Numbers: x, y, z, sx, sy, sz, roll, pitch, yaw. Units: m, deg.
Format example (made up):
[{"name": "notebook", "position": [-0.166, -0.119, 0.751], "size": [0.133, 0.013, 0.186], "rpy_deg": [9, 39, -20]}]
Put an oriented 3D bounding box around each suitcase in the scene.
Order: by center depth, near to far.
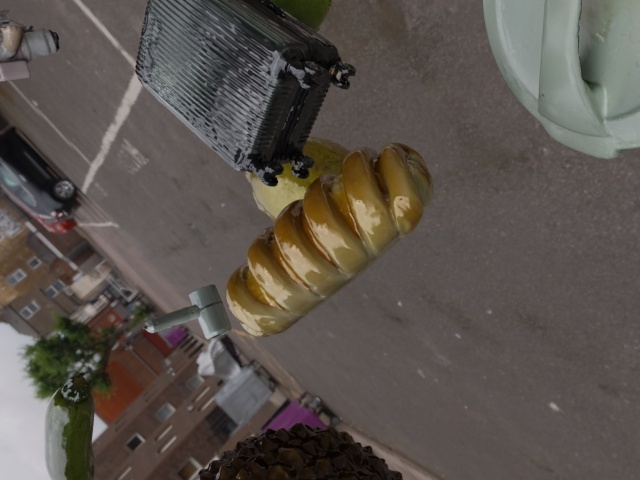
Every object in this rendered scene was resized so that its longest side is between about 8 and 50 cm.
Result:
[{"name": "suitcase", "position": [-0.117, -0.236, 0.733], "size": [0.312, 0.128, 0.202], "rpy_deg": [43, 127, 21]}]

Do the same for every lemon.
[{"name": "lemon", "position": [-0.033, -0.146, 1.414], "size": [0.316, 0.285, 0.285], "rpy_deg": [10, 180, -29]}]

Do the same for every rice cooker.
[{"name": "rice cooker", "position": [0.318, -0.241, 0.496], "size": [0.288, 0.277, 0.288], "rpy_deg": [54, 162, 26]}]

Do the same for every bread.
[{"name": "bread", "position": [0.000, 0.000, 0.668], "size": [0.121, 0.311, 0.173], "rpy_deg": [47, -160, -6]}]

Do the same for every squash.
[{"name": "squash", "position": [-0.366, 0.296, 0.778], "size": [0.069, 0.069, 0.258], "rpy_deg": [35, 127, 30]}]

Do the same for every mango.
[{"name": "mango", "position": [-0.061, -0.435, 0.941], "size": [0.100, 0.119, 0.178], "rpy_deg": [23, 179, 45]}]

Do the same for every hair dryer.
[{"name": "hair dryer", "position": [-0.215, 0.127, 0.851], "size": [0.047, 0.137, 0.082], "rpy_deg": [-36, 73, 49]}]

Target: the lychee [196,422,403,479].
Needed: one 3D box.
[{"name": "lychee", "position": [-0.018, 0.309, 0.470], "size": [0.267, 0.267, 0.267], "rpy_deg": [40, 161, 16]}]

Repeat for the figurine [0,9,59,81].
[{"name": "figurine", "position": [-0.440, -0.223, 0.648], "size": [0.137, 0.229, 0.111], "rpy_deg": [31, 136, 41]}]
